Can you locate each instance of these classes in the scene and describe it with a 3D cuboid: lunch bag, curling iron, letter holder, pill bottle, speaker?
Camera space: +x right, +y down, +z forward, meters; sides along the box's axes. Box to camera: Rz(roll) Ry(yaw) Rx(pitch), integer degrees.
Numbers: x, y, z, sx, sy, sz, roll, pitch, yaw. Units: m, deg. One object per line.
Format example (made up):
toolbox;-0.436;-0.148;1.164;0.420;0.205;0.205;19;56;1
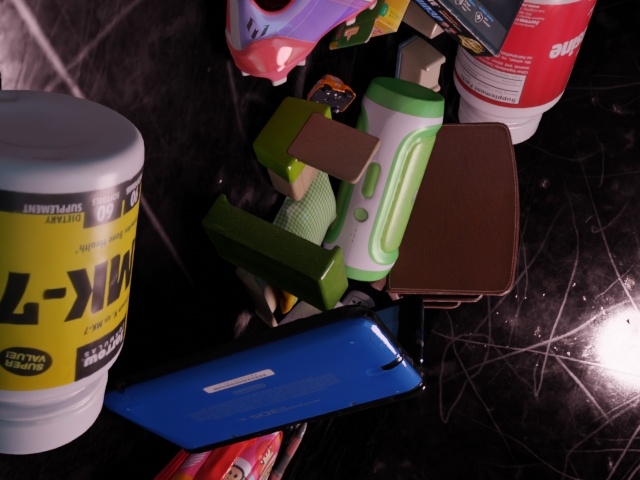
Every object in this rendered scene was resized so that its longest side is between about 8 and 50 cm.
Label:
lunch bag;-0.158;0.343;0.842;0.293;0.120;0.258;-42;159;-61
curling iron;-0.092;0.465;1.339;0.068;0.035;0.274;-111;-135;-78
letter holder;0.234;-0.040;1.189;0.152;0.214;0.301;50;41;-70
pill bottle;0.384;-0.389;1.310;0.229;0.229;0.407;-54;159;-32
pill bottle;-0.180;0.023;0.423;0.119;0.119;0.208;-37;147;-56
speaker;0.092;-0.090;1.034;0.131;0.131;0.296;-35;144;-58

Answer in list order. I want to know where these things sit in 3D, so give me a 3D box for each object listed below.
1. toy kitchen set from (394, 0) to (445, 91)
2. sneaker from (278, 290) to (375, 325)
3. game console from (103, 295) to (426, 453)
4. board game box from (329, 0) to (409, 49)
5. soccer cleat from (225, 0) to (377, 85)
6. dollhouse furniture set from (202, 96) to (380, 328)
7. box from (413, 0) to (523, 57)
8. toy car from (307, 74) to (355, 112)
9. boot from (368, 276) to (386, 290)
toy kitchen set;0.199;-0.353;1.076;0.207;0.122;0.166;-34;150;-23
sneaker;0.030;0.143;1.152;0.210;0.137;0.366;-57;165;-29
game console;-0.046;0.113;0.751;0.250;0.293;0.173;52;24;-47
board game box;0.090;-0.333;0.760;0.259;0.039;0.124;-64;-157;1
soccer cleat;-0.004;-0.248;0.646;0.248;0.083;0.095;-52;153;-30
dollhouse furniture set;0.000;0.000;0.844;0.197;0.151;0.301;-59;161;-21
box;0.200;-0.381;0.917;0.220;0.051;0.175;28;87;-39
toy car;0.001;-0.164;0.858;0.122;0.060;0.040;117;-36;-56
boot;0.177;-0.011;1.477;0.207;0.090;0.248;-52;-177;18
